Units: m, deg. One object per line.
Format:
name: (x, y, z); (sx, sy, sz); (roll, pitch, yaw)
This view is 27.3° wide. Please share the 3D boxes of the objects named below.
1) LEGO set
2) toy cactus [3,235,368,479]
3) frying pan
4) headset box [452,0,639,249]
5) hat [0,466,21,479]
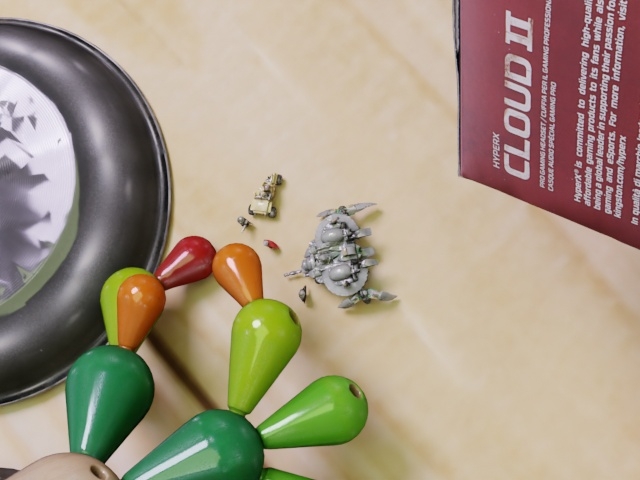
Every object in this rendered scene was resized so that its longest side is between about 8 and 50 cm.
LEGO set: (-0.002, 0.002, 0.595); (0.083, 0.023, 0.054); (18, 84, 16)
toy cactus: (-0.066, 0.097, 0.532); (0.181, 0.112, 0.219); (-20, 59, -22)
frying pan: (-0.231, -0.002, 0.641); (0.326, 0.053, 0.197); (-15, 75, 7)
headset box: (0.199, -0.075, 0.437); (0.293, 0.110, 0.218); (25, 47, 32)
hat: (-0.197, 0.231, 0.495); (0.331, 0.134, 0.331); (-10, 60, 18)
